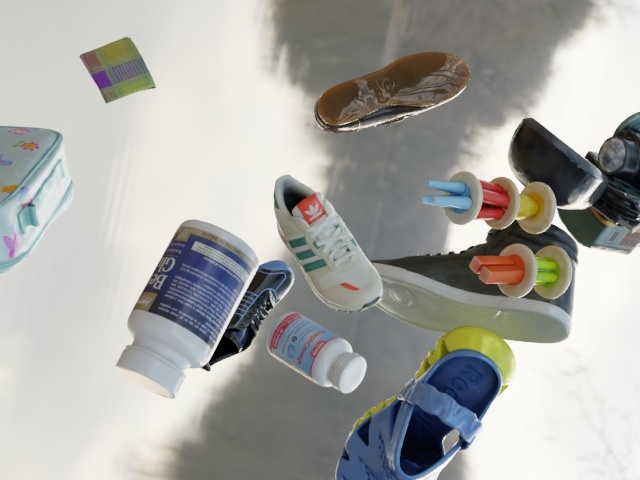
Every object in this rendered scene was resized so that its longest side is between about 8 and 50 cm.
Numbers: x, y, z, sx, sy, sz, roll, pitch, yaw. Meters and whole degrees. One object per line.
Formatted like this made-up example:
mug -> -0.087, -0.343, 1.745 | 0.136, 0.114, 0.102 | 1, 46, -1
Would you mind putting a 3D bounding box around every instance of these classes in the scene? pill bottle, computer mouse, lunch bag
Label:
pill bottle -> -0.139, 0.071, 1.375 | 0.094, 0.094, 0.169 | 95, 21, -69
computer mouse -> 0.294, -0.077, 1.644 | 0.072, 0.188, 0.272 | -51, 161, 10
pill bottle -> -0.005, 0.187, 2.229 | 0.087, 0.160, 0.087 | -31, 135, -37
lunch bag -> -0.433, -0.048, 1.666 | 0.279, 0.224, 0.107 | -72, 162, -60

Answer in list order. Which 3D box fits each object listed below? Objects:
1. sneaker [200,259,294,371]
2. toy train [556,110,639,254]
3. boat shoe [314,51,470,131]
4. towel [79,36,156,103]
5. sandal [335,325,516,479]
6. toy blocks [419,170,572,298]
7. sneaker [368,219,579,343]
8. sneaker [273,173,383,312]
sneaker -> -0.122, 0.125, 2.161 | 0.232, 0.090, 0.081 | -39, 132, -16
toy train -> 0.485, -0.065, 1.887 | 0.190, 0.334, 0.142 | -56, -134, 29
boat shoe -> 0.090, -0.190, 1.751 | 0.073, 0.207, 0.073 | 99, -23, -78
towel -> -0.215, -0.181, 1.434 | 0.083, 0.060, 0.009 | 57, -18, 32
sandal -> 0.107, 0.243, 1.606 | 0.317, 0.126, 0.138 | -59, 179, 29
toy blocks -> 0.164, -0.005, 1.291 | 0.054, 0.148, 0.123 | -33, -120, 47
sneaker -> 0.189, 0.034, 1.687 | 0.146, 0.296, 0.104 | -65, 149, -30
sneaker -> 0.000, 0.000, 1.270 | 0.161, 0.057, 0.075 | 51, -13, 38
